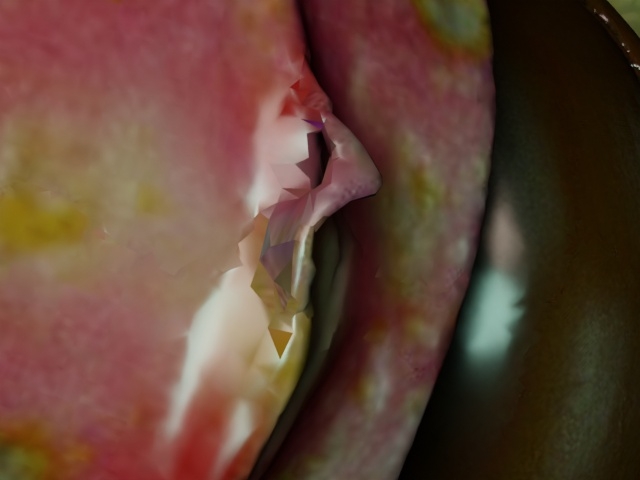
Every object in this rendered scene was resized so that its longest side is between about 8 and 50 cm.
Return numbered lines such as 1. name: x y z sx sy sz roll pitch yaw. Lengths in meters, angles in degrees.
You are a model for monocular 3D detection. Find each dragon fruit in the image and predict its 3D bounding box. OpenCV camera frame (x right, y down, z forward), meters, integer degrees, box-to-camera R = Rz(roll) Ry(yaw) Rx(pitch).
1. dragon fruit: -0.155 -0.031 0.441 0.371 0.249 0.386 -37 58 28

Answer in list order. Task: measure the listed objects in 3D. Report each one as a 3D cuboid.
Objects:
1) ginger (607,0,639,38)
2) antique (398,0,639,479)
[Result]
1. ginger: 0.064 -0.141 0.634 0.213 0.074 0.137 41 96 35
2. antique: 0.000 0.000 0.560 0.278 0.129 0.223 48 121 37
